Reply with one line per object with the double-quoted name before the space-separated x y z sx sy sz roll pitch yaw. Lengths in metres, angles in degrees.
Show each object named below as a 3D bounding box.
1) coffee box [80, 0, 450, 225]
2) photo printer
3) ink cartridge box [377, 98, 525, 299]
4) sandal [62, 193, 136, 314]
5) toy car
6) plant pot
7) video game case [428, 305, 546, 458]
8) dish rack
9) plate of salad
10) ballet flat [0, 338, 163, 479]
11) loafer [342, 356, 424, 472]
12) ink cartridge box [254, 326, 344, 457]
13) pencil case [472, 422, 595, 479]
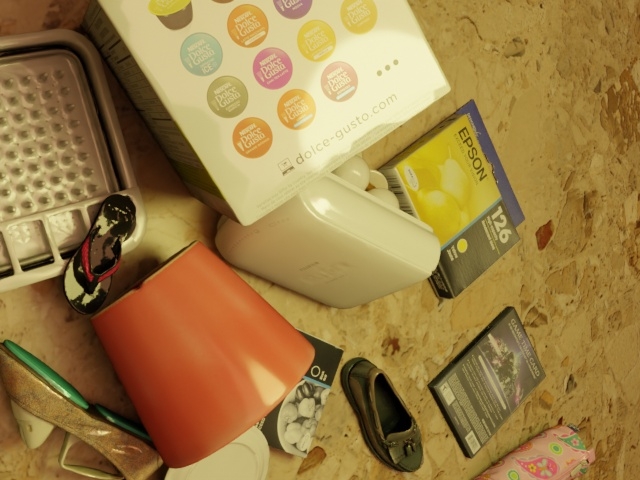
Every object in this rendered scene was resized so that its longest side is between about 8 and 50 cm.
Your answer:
"coffee box" -0.096 -0.264 1.070 0.338 0.338 0.334 -35 109 -11
"photo printer" 0.000 0.000 1.236 0.308 0.256 0.107 26 56 -32
"ink cartridge box" 0.292 -0.089 1.536 0.307 0.072 0.303 -37 110 -25
"sandal" -0.309 0.017 1.069 0.067 0.040 0.179 26 76 -30
"toy car" 0.044 -0.082 1.339 0.136 0.159 0.182 -39 112 11
"plant pot" -0.186 0.151 1.117 0.275 0.275 0.243 -40 99 -27
"video game case" 0.360 0.297 1.610 0.274 0.026 0.196 -38 110 -28
"dish rack" -0.418 -0.112 1.064 0.286 0.072 0.332 -19 101 -31
"plate of salad" -0.171 0.381 1.234 0.200 0.048 0.199 -14 113 -34
"ballet flat" -0.360 0.267 1.092 0.316 0.108 0.106 43 76 -25
"loafer" 0.129 0.339 1.422 0.096 0.084 0.267 -40 111 -27
"ink cartridge box" -0.078 0.246 1.310 0.208 0.045 0.206 27 76 -29
"pencil case" 0.454 0.498 1.619 0.284 0.124 0.124 -19 101 -31
